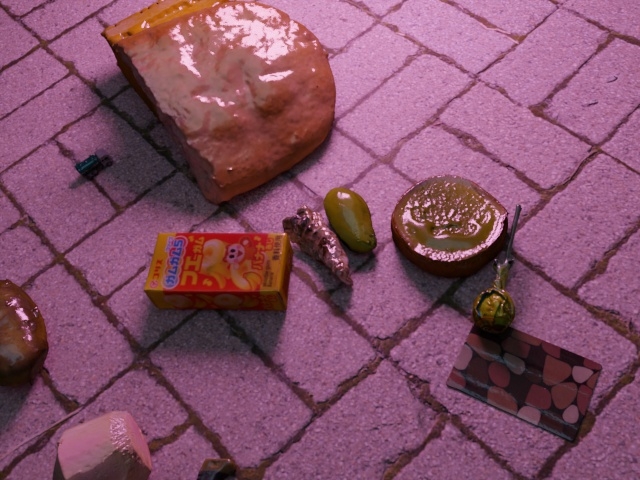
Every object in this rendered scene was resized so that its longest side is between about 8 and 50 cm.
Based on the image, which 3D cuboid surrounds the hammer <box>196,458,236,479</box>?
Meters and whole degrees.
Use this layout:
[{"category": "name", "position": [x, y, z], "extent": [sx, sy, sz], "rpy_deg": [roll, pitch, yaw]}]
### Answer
[{"category": "hammer", "position": [-0.194, 0.477, 1.091], "extent": [0.158, 0.041, 0.227], "rpy_deg": [2, 59, 8]}]

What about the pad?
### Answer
[{"category": "pad", "position": [0.363, 0.240, 1.183], "extent": [0.234, 0.003, 0.158], "rpy_deg": [22, 63, 21]}]

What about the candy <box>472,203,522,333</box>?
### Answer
[{"category": "candy", "position": [0.346, 0.049, 1.244], "extent": [0.077, 0.073, 0.262], "rpy_deg": [12, 69, 20]}]

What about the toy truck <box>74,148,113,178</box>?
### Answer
[{"category": "toy truck", "position": [-0.536, -0.183, 1.563], "extent": [0.083, 0.044, 0.039], "rpy_deg": [-38, 63, -16]}]

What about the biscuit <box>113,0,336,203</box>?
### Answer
[{"category": "biscuit", "position": [-0.176, -0.336, 1.493], "extent": [0.445, 0.104, 0.430], "rpy_deg": [-24, 82, -13]}]

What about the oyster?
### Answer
[{"category": "oyster", "position": [0.000, 0.000, 1.343], "extent": [0.199, 0.061, 0.106], "rpy_deg": [28, 87, 26]}]

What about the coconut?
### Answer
[{"category": "coconut", "position": [-0.379, 0.376, 1.125], "extent": [0.152, 0.147, 0.147], "rpy_deg": [-22, 57, -9]}]

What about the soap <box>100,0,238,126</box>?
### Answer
[{"category": "soap", "position": [-0.341, -0.483, 1.663], "extent": [0.335, 0.156, 0.293], "rpy_deg": [-36, 58, -14]}]

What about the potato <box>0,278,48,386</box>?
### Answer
[{"category": "potato", "position": [-0.621, 0.184, 1.303], "extent": [0.149, 0.113, 0.251], "rpy_deg": [-29, 66, -19]}]

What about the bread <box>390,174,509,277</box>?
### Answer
[{"category": "bread", "position": [0.260, -0.032, 1.334], "extent": [0.235, 0.070, 0.236], "rpy_deg": [-4, 56, 6]}]

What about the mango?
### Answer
[{"category": "mango", "position": [0.064, -0.046, 1.368], "extent": [0.091, 0.074, 0.165], "rpy_deg": [-26, 58, -11]}]

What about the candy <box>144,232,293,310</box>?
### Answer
[{"category": "candy", "position": [-0.200, 0.061, 1.331], "extent": [0.275, 0.088, 0.146], "rpy_deg": [1, 59, 10]}]
